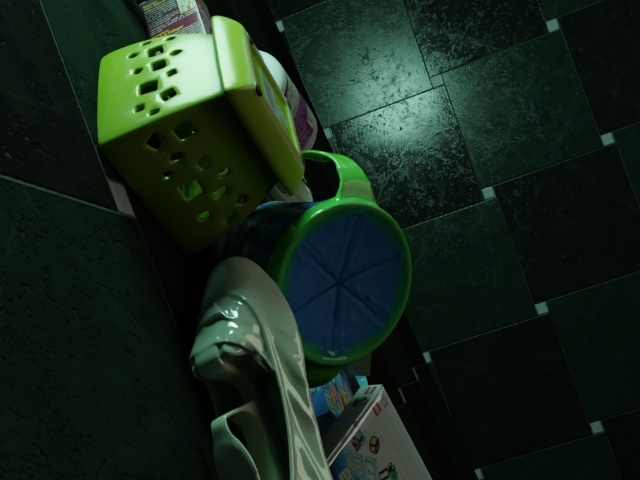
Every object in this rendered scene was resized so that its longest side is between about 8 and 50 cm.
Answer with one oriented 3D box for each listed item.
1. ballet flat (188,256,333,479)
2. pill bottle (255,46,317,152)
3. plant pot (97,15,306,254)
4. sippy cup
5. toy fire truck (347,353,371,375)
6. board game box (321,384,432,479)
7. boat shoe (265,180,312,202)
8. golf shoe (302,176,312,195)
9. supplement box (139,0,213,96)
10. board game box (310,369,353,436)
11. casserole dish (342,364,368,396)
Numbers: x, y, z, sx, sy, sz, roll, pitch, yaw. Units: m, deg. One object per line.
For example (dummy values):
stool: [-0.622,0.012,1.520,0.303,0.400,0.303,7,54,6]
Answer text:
ballet flat: [-0.082,0.183,1.004,0.139,0.139,0.400,47,21,-63]
pill bottle: [-0.129,-0.281,1.754,0.301,0.169,0.169,48,19,-60]
plant pot: [-0.154,-0.156,1.171,0.228,0.207,0.227,-103,166,-46]
sippy cup: [-0.025,0.040,1.252,0.224,0.305,0.240,19,-25,53]
toy fire truck: [0.025,0.111,1.577,0.158,0.217,0.246,51,40,-60]
board game box: [0.099,0.405,1.337,0.193,0.053,0.305,-44,114,-44]
boat shoe: [-0.086,-0.145,1.717,0.302,0.103,0.113,37,27,-54]
golf shoe: [-0.056,-0.119,2.041,0.094,0.077,0.198,48,21,-63]
supplement box: [-0.238,-0.348,1.512,0.081,0.104,0.188,49,18,-62]
board game box: [0.012,0.271,1.499,0.210,0.047,0.160,53,15,-53]
casserole dish: [0.050,0.250,1.807,0.188,0.037,0.114,63,10,-9]
